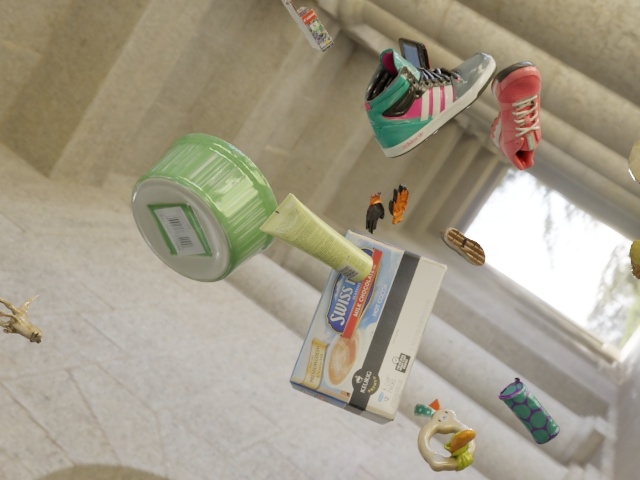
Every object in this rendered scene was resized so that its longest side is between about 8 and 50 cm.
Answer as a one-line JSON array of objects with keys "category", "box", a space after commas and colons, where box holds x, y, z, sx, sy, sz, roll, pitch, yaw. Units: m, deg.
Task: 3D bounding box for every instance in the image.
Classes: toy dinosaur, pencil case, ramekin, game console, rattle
[{"category": "toy dinosaur", "box": [-0.501, 0.130, 1.467, 0.092, 0.183, 0.053, 28, -84, -28]}, {"category": "pencil case", "box": [0.459, 0.378, 1.962, 0.064, 0.152, 0.070, -43, 13, -16]}, {"category": "ramekin", "box": [-0.251, -0.057, 1.870, 0.148, 0.303, 0.303, -46, -18, -41]}, {"category": "game console", "box": [0.183, -0.377, 1.988, 0.085, 0.144, 0.124, -20, -67, -11]}, {"category": "rattle", "box": [0.260, 0.382, 1.905, 0.200, 0.130, 0.143, -96, -12, -46]}]

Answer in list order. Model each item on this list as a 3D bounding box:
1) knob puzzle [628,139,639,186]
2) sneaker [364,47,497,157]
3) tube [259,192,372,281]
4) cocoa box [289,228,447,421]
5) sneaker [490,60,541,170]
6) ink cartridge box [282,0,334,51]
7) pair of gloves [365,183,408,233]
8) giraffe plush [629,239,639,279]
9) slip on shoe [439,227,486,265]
[{"category": "knob puzzle", "box": [0.534, -0.119, 1.285, 0.213, 0.213, 0.030, -44, -58, -32]}, {"category": "sneaker", "box": [0.201, -0.323, 1.782, 0.295, 0.178, 0.124, -41, 26, -6]}, {"category": "tube", "box": [0.000, 0.000, 1.727, 0.062, 0.240, 0.070, -11, 54, 50]}, {"category": "cocoa box", "box": [0.097, 0.189, 1.906, 0.231, 0.227, 0.347, 93, -162, -77]}, {"category": "sneaker", "box": [0.466, -0.279, 2.031, 0.115, 0.136, 0.314, -19, -31, -2]}, {"category": "ink cartridge box", "box": [-0.024, -0.400, 1.621, 0.029, 0.115, 0.063, -38, 26, -4]}, {"category": "pair of gloves", "box": [0.104, -0.049, 1.391, 0.083, 0.010, 0.074, -21, -46, -31]}, {"category": "giraffe plush", "box": [0.518, 0.092, 1.210, 0.210, 0.181, 0.171, 134, 155, -67]}, {"category": "slip on shoe", "box": [0.336, 0.015, 2.110, 0.041, 0.135, 0.051, 2, 63, 62]}]
